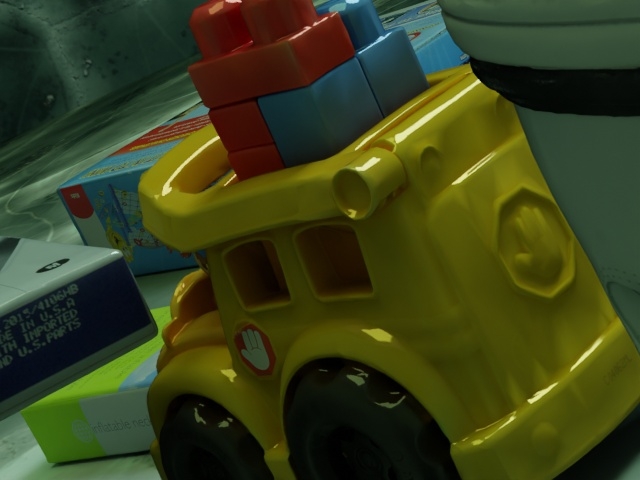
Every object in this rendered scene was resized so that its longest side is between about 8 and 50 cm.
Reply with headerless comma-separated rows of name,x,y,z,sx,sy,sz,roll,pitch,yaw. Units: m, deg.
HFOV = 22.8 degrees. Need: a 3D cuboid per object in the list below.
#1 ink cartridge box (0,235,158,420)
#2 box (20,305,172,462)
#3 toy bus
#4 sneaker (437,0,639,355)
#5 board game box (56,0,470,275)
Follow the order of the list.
ink cartridge box,-0.210,0.062,0.663,0.223,0.045,0.224,-28,14,-28
box,-0.066,0.068,0.852,0.178,0.042,0.109,-13,19,41
toy bus,0.000,0.000,0.634,0.220,0.211,0.149,-12,20,49
sneaker,0.223,-0.033,0.372,0.365,0.210,0.137,-13,18,24
board game box,0.000,-0.090,1.235,0.302,0.086,0.308,-36,17,-37
